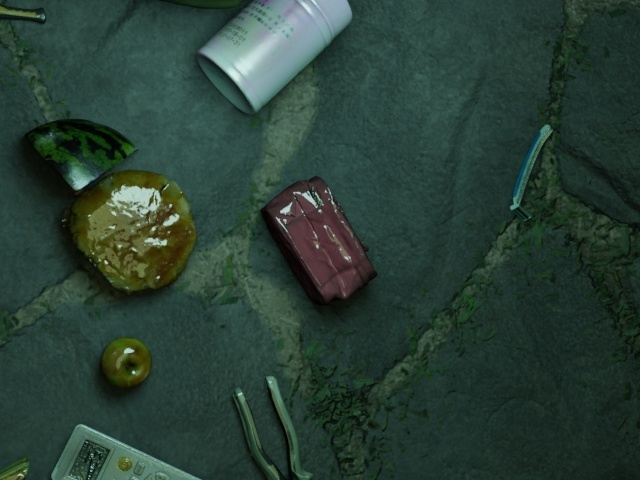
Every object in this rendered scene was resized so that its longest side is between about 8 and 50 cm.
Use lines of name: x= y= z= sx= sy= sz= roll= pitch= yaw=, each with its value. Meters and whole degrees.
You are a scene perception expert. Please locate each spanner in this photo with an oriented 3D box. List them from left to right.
spanner: x=-0.070 y=0.409 z=1.850 sx=0.096 sy=0.040 sz=0.324 roll=-20 pitch=92 yaw=-14

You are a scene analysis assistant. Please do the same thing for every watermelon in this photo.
watermelon: x=-0.399 y=-0.155 z=1.758 sx=0.145 sy=0.137 sz=0.193 roll=-38 pitch=55 yaw=-10

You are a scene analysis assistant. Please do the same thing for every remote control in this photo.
remote control: x=-0.304 y=0.430 z=1.791 sx=0.313 sy=0.055 sz=0.109 roll=27 pitch=89 yaw=-7

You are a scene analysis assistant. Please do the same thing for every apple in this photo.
apple: x=-0.337 y=0.212 z=1.776 sx=0.090 sy=0.074 sz=0.089 roll=0 pitch=90 yaw=-15

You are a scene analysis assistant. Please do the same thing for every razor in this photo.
razor: x=0.406 y=-0.137 z=1.980 sx=0.068 sy=0.037 sz=0.191 roll=32 pitch=74 yaw=-53

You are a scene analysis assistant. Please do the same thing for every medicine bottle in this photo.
medicine bottle: x=-0.080 y=-0.360 z=1.814 sx=0.254 sy=0.152 sz=0.152 roll=-44 pitch=98 yaw=-11

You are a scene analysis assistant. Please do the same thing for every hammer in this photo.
hammer: x=-0.577 y=-0.394 z=1.765 sx=0.201 sy=0.021 sz=0.078 roll=5 pitch=87 yaw=-12

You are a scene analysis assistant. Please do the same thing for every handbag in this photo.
handbag: x=0.000 y=0.000 z=1.826 sx=0.135 sy=0.146 sz=0.225 roll=-31 pitch=96 yaw=-7

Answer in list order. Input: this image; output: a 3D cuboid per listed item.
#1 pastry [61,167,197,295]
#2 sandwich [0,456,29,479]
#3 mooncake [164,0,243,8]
pastry: x=-0.331 y=-0.017 z=1.772 sx=0.229 sy=0.100 sz=0.218 roll=14 pitch=89 yaw=-17
sandwich: x=-0.542 y=0.472 z=1.700 sx=0.187 sy=0.117 sz=0.144 roll=-27 pitch=97 yaw=-14
mooncake: x=-0.195 y=-0.566 z=1.692 sx=0.194 sy=0.356 sz=0.356 roll=-2 pitch=89 yaw=-11
